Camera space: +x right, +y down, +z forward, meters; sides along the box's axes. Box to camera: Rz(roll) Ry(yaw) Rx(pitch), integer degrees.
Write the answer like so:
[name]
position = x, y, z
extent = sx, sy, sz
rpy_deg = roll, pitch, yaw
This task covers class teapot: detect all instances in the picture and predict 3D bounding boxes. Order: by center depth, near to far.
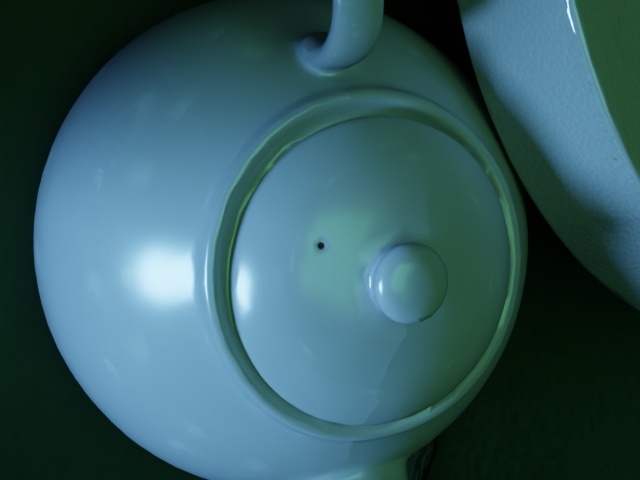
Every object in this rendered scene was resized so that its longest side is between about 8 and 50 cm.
[teapot]
position = 0.000, 0.000, 0.843
extent = 0.256, 0.187, 0.252
rpy_deg = 39, 80, -23

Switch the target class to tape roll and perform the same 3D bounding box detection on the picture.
[tape roll]
position = 0.219, -0.144, 0.923
extent = 0.392, 0.072, 0.392
rpy_deg = 4, 84, -40
